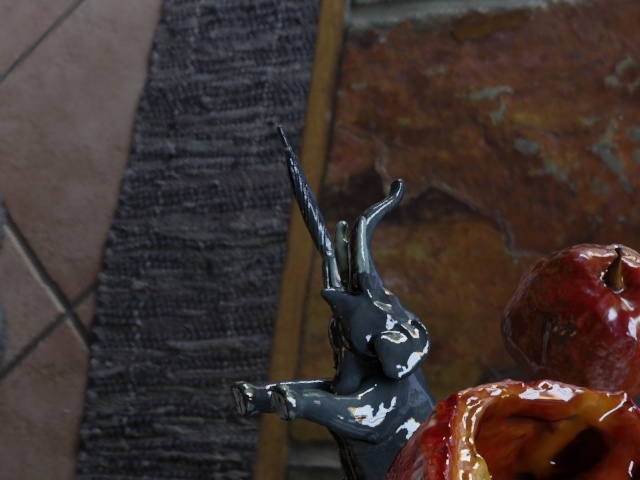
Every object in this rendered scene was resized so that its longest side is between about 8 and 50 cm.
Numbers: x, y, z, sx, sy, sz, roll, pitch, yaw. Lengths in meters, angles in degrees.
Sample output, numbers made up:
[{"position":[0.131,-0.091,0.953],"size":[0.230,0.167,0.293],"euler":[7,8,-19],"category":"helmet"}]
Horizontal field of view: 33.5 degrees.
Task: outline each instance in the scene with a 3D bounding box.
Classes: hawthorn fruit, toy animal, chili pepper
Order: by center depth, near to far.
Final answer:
[{"position":[0.047,0.217,0.448],"size":[0.131,0.338,0.134],"euler":[1,35,-18],"category":"chili pepper"},{"position":[0.018,0.098,0.707],"size":[0.082,0.137,0.269],"euler":[-10,89,62],"category":"toy animal"},{"position":[0.335,0.081,1.273],"size":[0.208,0.243,0.207],"euler":[3,54,-4],"category":"hawthorn fruit"}]

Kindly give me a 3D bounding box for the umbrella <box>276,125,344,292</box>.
[{"position":[0.004,-0.001,1.176],"size":[0.044,0.044,0.268],"euler":[-23,84,48],"category":"umbrella"}]
